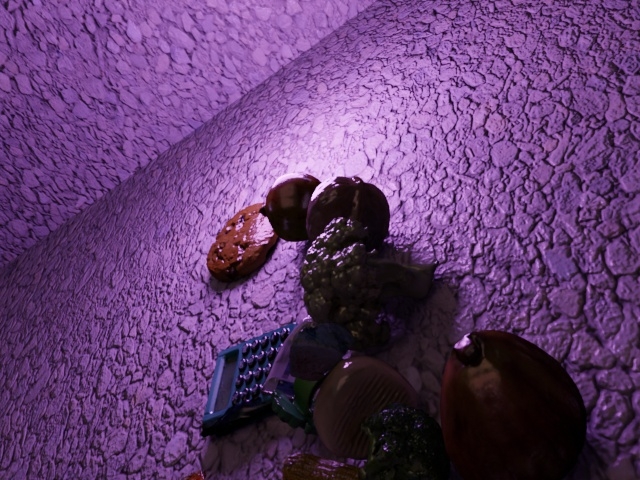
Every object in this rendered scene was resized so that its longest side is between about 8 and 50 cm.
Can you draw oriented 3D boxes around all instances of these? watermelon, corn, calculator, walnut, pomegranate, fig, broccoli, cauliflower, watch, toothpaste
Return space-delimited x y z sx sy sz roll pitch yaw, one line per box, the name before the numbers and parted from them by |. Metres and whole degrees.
watermelon | 0.011 0.211 1.441 0.180 0.094 0.081 -24 58 -41
corn | 0.017 0.446 1.382 0.238 0.080 0.080 0 50 46
calculator | -0.157 0.325 1.761 0.274 0.058 0.248 -25 35 25
walnut | 0.067 -0.057 1.837 0.224 0.224 0.224 -29 32 20
pomegranate | -0.039 -0.082 2.044 0.246 0.198 0.198 25 66 24
fig | 0.292 0.266 1.164 0.224 0.224 0.263 -13 83 40
broccoli | 0.145 0.362 1.247 0.156 0.195 0.195 -48 30 -3
cauliflower | 0.091 0.105 1.595 0.281 0.327 0.260 18 72 7
watch | 0.002 0.307 1.493 0.152 0.165 0.131 -57 33 6
toothpaste | -0.036 0.251 1.691 0.099 0.068 0.282 -14 33 31

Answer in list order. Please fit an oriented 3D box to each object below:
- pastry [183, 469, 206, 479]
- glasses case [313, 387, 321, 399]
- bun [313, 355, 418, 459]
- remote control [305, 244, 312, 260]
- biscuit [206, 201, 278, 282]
pastry | -0.246 0.553 1.568 0.087 0.063 0.169 -39 24 -13
glasses case | -0.017 0.347 1.605 0.083 0.021 0.032 -39 31 5
bun | 0.077 0.314 1.408 0.193 0.178 0.128 -59 12 -3
remote control | 0.000 0.000 1.941 0.028 0.059 0.212 10 76 33
biscuit | -0.234 -0.003 2.263 0.296 0.075 0.296 -30 32 21
